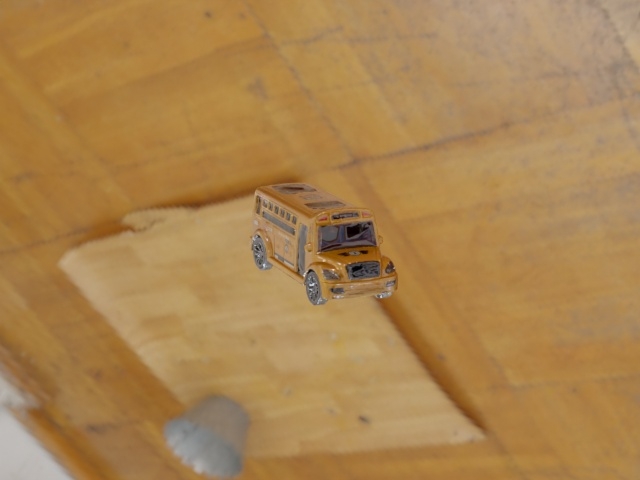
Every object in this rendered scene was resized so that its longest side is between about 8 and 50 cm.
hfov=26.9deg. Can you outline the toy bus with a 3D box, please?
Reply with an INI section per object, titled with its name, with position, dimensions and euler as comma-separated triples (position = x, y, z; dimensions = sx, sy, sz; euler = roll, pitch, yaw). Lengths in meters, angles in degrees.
[toy bus]
position = 0.000, 0.000, 1.316
dimensions = 0.194, 0.083, 0.088
euler = 29, 122, 60
